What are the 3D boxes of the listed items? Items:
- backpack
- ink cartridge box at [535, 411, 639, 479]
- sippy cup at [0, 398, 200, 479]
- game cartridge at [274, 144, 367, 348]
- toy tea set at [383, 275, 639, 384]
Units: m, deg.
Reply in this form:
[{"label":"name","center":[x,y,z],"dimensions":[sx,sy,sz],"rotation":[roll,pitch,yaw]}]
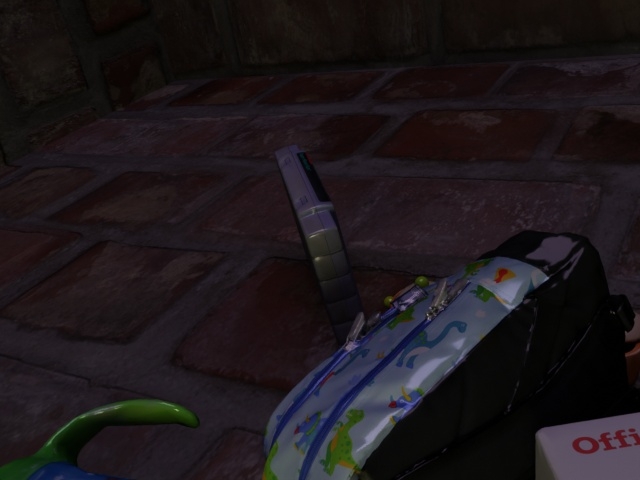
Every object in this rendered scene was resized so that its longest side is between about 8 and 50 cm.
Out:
[{"label":"backpack","center":[0.117,0.192,0.633],"dimensions":[0.273,0.290,0.355],"rotation":[4,37,45]},{"label":"ink cartridge box","center":[0.279,0.268,0.427],"dimensions":[0.198,0.197,0.270],"rotation":[-10,28,3]},{"label":"sippy cup","center":[-0.164,0.307,0.565],"dimensions":[0.224,0.306,0.240],"rotation":[0,2,6]},{"label":"game cartridge","center":[0.000,0.000,1.055],"dimensions":[0.068,0.230,0.355],"rotation":[-14,28,-4]},{"label":"toy tea set","center":[0.236,0.112,0.857],"dimensions":[0.336,0.124,0.200],"rotation":[-10,27,6]}]
